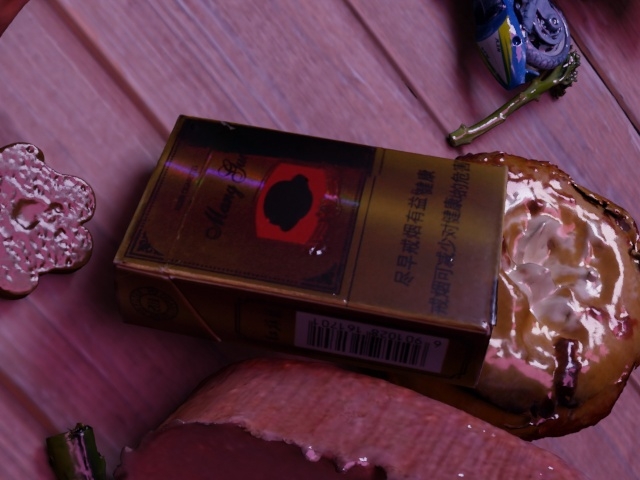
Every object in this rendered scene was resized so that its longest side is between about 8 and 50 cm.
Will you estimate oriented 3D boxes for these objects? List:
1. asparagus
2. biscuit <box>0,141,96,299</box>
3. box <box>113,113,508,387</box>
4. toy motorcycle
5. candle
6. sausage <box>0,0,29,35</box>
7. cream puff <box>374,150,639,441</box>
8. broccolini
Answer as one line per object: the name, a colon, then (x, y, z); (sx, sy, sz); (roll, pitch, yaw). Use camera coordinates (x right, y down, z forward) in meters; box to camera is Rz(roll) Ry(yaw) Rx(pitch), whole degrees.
asparagus: (-0.138, 0.201, 0.667); (0.036, 0.030, 0.165); (-27, 95, -46)
biscuit: (-0.233, -0.016, 0.652); (0.175, 0.026, 0.124); (9, 76, -32)
box: (0.000, 0.000, 0.682); (0.240, 0.071, 0.159); (10, 49, 6)
toy motorcycle: (0.153, -0.265, 0.930); (0.136, 0.092, 0.254); (-20, 88, -35)
candle: (0.042, 0.201, 0.644); (0.317, 0.287, 0.131); (55, 34, -9)
sausage: (-0.219, -0.224, 0.639); (0.148, 0.148, 0.254); (38, 62, -22)
cream puff: (0.142, 0.051, 0.803); (0.240, 0.164, 0.240); (8, 62, -15)
broccolini: (0.193, -0.143, 0.956); (0.194, 0.052, 0.054); (-33, 95, -34)
